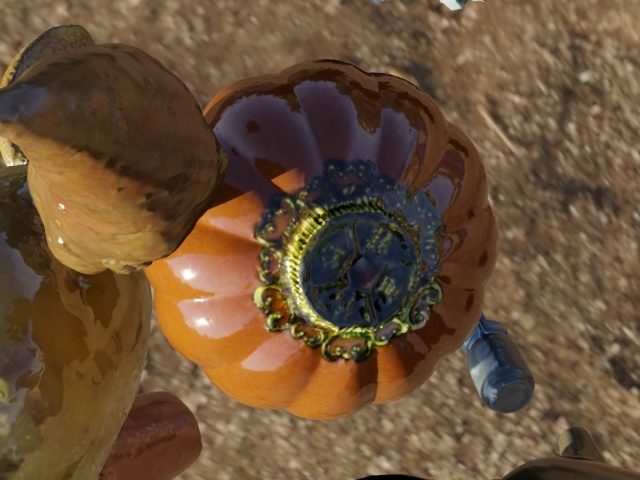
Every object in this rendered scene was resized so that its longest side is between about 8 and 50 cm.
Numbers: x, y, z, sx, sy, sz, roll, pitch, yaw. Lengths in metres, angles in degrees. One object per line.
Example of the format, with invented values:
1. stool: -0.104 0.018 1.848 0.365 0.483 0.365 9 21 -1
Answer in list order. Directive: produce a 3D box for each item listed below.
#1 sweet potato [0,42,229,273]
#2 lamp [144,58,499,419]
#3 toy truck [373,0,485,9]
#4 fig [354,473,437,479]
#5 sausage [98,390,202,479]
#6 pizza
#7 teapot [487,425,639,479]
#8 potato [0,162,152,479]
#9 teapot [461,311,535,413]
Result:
1. sweet potato: -0.100 -0.032 0.898 0.106 0.354 0.095 -7 82 -4
2. lamp: 0.000 0.000 1.087 0.223 0.223 0.196 -52 17 -1
3. toy truck: 0.064 -0.324 1.563 0.140 0.257 0.108 -4 26 28
4. fig: 0.035 0.184 0.867 0.123 0.156 0.123 3 59 -4
5. sausage: -0.244 0.229 1.777 0.113 0.259 0.113 17 114 42
6. pizza: -0.221 -0.106 1.546 0.046 0.134 0.175 -41 17 46
7. teapot: 0.123 0.228 1.036 0.175 0.185 0.268 7 57 44
8. potato: -0.217 0.064 1.217 0.242 0.285 0.242 11 118 21
9. teapot: 0.148 0.106 1.530 0.049 0.063 0.083 -43 37 15
